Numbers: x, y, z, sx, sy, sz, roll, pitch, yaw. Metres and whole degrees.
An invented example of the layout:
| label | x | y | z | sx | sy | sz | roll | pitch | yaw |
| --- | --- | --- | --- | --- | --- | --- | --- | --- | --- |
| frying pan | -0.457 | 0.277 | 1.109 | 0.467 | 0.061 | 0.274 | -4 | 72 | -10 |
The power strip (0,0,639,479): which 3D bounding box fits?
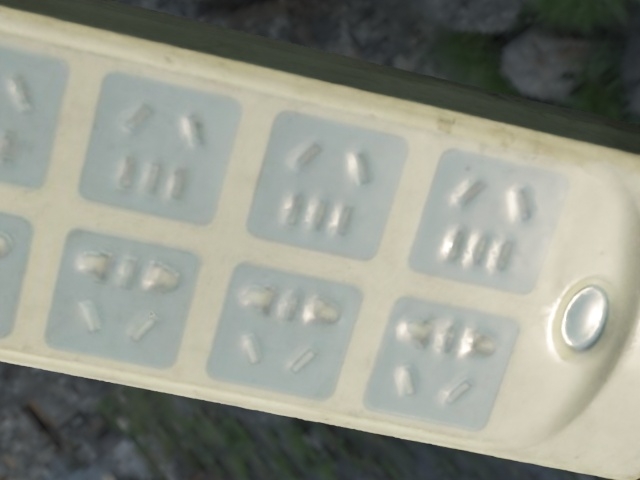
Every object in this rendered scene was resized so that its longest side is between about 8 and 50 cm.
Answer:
| label | x | y | z | sx | sy | sz | roll | pitch | yaw |
| --- | --- | --- | --- | --- | --- | --- | --- | --- | --- |
| power strip | 0.000 | 0.000 | 0.361 | 0.029 | 0.227 | 0.080 | -102 | 25 | -68 |
